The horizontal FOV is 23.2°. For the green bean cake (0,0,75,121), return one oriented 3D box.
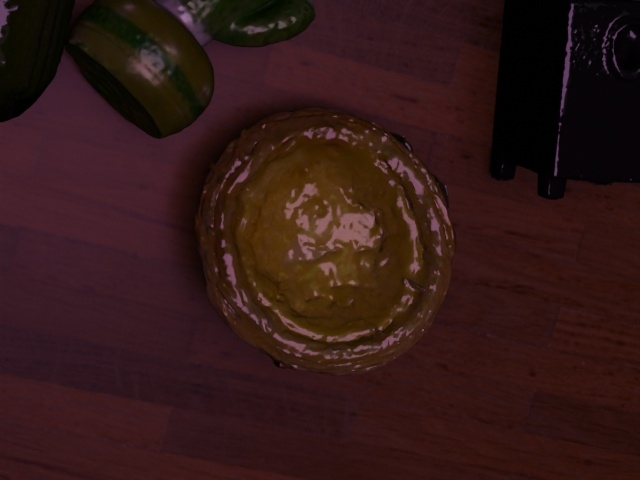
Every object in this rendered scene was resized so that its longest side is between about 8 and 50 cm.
[{"bbox_3d":[-0.448,-0.252,1.693,0.335,0.319,0.218,15,95,0],"label":"green bean cake"}]

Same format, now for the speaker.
[{"bbox_3d":[0.346,-0.186,2.000,0.184,0.232,0.253,1,100,-15],"label":"speaker"}]

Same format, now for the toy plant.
[{"bbox_3d":[-0.141,-0.285,1.883,0.224,0.184,0.316,43,77,-9],"label":"toy plant"}]

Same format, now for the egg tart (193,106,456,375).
[{"bbox_3d":[0.000,0.000,1.976,0.345,0.132,0.345,0,88,-12],"label":"egg tart"}]

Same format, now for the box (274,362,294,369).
[{"bbox_3d":[-0.003,0.110,2.069,0.090,0.023,0.133,11,98,-19],"label":"box"}]
